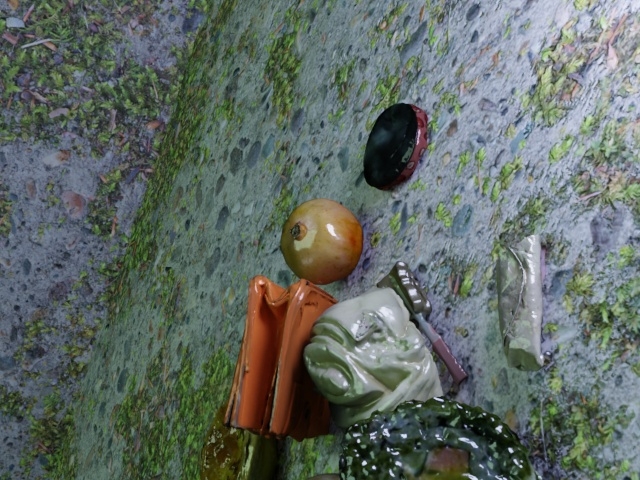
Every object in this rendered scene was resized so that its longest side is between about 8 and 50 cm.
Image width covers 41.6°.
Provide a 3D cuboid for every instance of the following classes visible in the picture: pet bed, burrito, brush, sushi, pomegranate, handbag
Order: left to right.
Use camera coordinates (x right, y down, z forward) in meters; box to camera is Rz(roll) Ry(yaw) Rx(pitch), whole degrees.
[{"bbox_3d":[-0.052,0.240,1.649,0.116,0.410,0.303,5,78,15],"label":"handbag"},{"bbox_3d":[0.000,0.002,1.851,0.191,0.191,0.191,-34,48,48],"label":"pomegranate"},{"bbox_3d":[0.160,-0.205,1.817,0.201,0.053,0.201,-33,49,49],"label":"pet bed"},{"bbox_3d":[0.191,0.156,1.578,0.084,0.071,0.301,-55,40,23],"label":"brush"},{"bbox_3d":[0.185,0.409,1.233,0.294,0.178,0.351,-10,63,8],"label":"sushi"},{"bbox_3d":[0.327,0.104,1.371,0.087,0.060,0.226,-26,52,46],"label":"burrito"}]

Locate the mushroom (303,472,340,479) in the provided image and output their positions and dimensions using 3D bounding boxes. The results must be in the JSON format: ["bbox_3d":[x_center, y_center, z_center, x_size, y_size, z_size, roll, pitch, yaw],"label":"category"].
[{"bbox_3d":[0.004,0.565,1.397,0.362,0.294,0.362,-12,60,20],"label":"mushroom"}]

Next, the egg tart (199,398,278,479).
[{"bbox_3d":[-0.187,0.504,1.983,0.290,0.115,0.290,-38,42,46],"label":"egg tart"}]

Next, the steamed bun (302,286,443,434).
[{"bbox_3d":[0.085,0.238,1.501,0.320,0.206,0.275,-129,22,-52],"label":"steamed bun"}]
